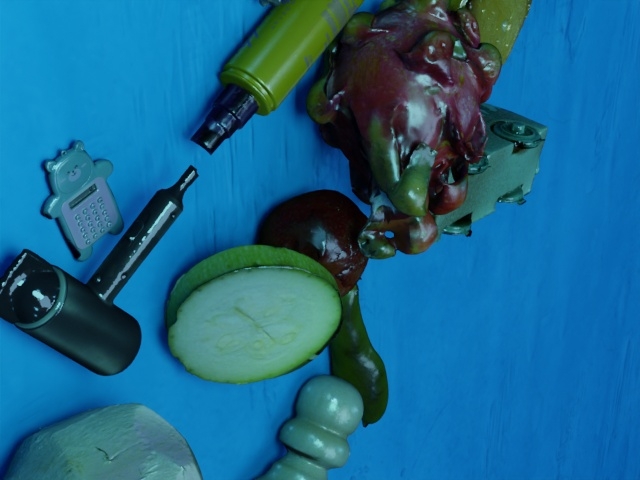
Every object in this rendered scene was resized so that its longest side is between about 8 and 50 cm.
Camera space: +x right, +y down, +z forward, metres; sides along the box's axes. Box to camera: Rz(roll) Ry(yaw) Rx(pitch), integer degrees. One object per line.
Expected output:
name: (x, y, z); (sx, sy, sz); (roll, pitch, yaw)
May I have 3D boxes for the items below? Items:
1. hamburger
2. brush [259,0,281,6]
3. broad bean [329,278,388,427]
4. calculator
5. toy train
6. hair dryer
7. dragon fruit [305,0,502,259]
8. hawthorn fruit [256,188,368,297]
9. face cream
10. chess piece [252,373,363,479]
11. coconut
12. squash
hamburger: (0.200, -0.315, 1.653); (0.191, 0.118, 0.182); (-52, 147, -12)
brush: (-0.026, -0.410, 1.331); (0.051, 0.070, 0.323); (-10, 120, -46)
broad bean: (0.050, 0.153, 1.793); (0.075, 0.067, 0.325); (-26, 129, -21)
calculator: (-0.251, -0.043, 1.305); (0.094, 0.019, 0.141); (-42, 140, -26)
toy train: (0.196, -0.102, 1.750); (0.326, 0.159, 0.129); (-26, 133, -48)
hair dryer: (-0.222, 0.007, 1.310); (0.248, 0.078, 0.195); (-54, 145, -7)
dragon fruit: (0.112, -0.148, 1.511); (0.243, 0.227, 0.307); (-23, 86, -32)
hawthorn fruit: (0.000, 0.000, 1.570); (0.172, 0.148, 0.148); (-52, 147, -46)
face cream: (-0.054, -0.207, 1.413); (0.273, 0.078, 0.078); (-53, 144, -17)
chess piece: (-0.017, 0.310, 1.764); (0.133, 0.133, 0.243); (37, 74, -56)
coconut: (-0.228, 0.300, 1.375); (0.230, 0.227, 0.227); (-18, 125, -39)
squash: (-0.081, 0.094, 1.500); (0.219, 0.041, 0.219); (-9, 136, -9)
